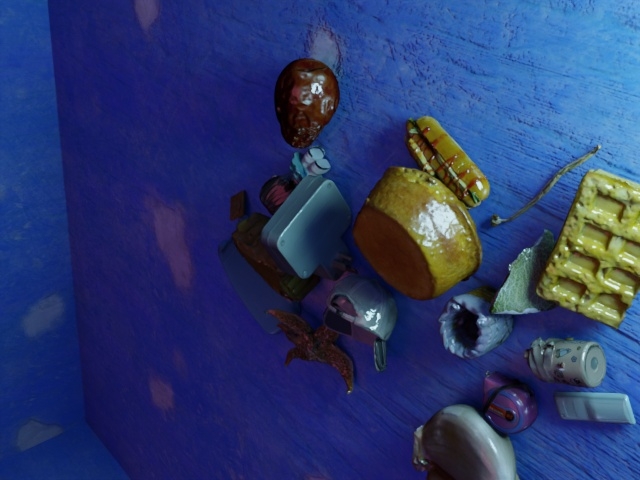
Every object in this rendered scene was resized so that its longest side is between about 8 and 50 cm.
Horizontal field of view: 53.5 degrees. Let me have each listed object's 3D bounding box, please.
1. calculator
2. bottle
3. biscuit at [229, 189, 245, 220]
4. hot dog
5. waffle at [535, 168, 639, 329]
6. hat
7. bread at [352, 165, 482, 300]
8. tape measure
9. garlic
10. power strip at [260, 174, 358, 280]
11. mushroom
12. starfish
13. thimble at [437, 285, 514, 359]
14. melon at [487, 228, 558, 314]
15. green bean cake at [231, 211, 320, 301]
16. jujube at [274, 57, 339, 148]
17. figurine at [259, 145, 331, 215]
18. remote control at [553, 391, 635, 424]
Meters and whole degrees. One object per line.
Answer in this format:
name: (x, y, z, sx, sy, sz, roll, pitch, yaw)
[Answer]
calculator: (-0.197, 0.126, 2.020, 0.386, 0.054, 0.256, 56, 137, 11)
bottle: (0.478, 0.241, 1.272, 0.152, 0.098, 0.099, -3, 103, 53)
biscuit: (-0.261, -0.110, 1.998, 0.081, 0.018, 0.083, -18, 67, 51)
hot dog: (0.258, -0.169, 1.366, 0.250, 0.076, 0.104, 54, 138, 16)
waffle: (0.509, 0.015, 1.136, 0.167, 0.057, 0.274, 24, 125, 20)
hat: (0.121, 0.207, 1.628, 0.232, 0.161, 0.275, 40, 156, 46)
bread: (0.205, -0.009, 1.374, 0.312, 0.172, 0.312, 43, 160, 20)
tape measure: (0.418, 0.359, 1.403, 0.118, 0.074, 0.125, 20, 115, 45)
garlic: (0.353, 0.522, 1.497, 0.325, 0.132, 0.279, 16, 117, 47)
power strip: (0.000, 0.000, 1.622, 0.141, 0.229, 0.261, 19, 153, 42)
mushroom: (0.434, -0.098, 1.240, 0.286, 0.028, 0.026, -41, 32, 47)
starfish: (-0.041, 0.279, 1.857, 0.293, 0.084, 0.302, 7, 114, 37)
thimble: (0.338, 0.181, 1.386, 0.127, 0.117, 0.151, 38, 131, 35)
melon: (0.431, 0.083, 1.282, 0.139, 0.093, 0.203, 33, 102, 2)
green bean cake: (-0.124, 0.045, 1.791, 0.224, 0.131, 0.230, 36, 165, 34)
jujube: (-0.040, -0.332, 1.577, 0.168, 0.168, 0.237, 47, 141, 25)
figurine: (-0.067, -0.146, 1.720, 0.245, 0.110, 0.138, -41, 75, 40)
remote control: (0.547, 0.338, 1.281, 0.162, 0.029, 0.061, -16, 91, 51)
